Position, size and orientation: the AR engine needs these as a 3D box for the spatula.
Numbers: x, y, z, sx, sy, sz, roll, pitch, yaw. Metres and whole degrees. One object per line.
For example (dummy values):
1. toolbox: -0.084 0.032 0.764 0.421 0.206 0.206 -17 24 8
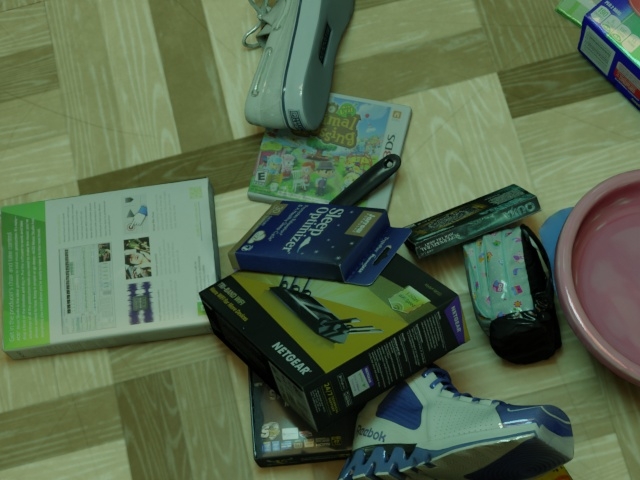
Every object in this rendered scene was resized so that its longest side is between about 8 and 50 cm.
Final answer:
1. spatula: -0.003 -0.033 1.990 0.296 0.030 0.084 -37 68 -1

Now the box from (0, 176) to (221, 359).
1. box: -0.308 0.041 2.001 0.321 0.058 0.232 -7 68 2

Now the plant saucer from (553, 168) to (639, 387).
1. plant saucer: 0.473 0.064 1.863 0.332 0.084 0.332 4 64 -9

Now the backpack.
1. backpack: 0.264 0.067 1.887 0.115 0.152 0.182 -11 62 6

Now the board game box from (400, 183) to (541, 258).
1. board game box: 0.211 -0.029 1.941 0.186 0.126 0.026 -21 102 -2

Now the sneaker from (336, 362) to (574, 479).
1. sneaker: 0.157 0.221 1.742 0.315 0.127 0.182 -17 53 31

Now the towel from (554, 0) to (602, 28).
1. towel: 0.452 -0.384 2.108 0.113 0.023 0.152 37 76 19

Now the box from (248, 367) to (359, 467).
1. box: 0.018 0.212 1.895 0.232 0.059 0.184 -5 67 3

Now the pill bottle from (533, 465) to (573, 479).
1. pill bottle: 0.282 0.344 1.783 0.117 0.117 0.215 -30 69 -6

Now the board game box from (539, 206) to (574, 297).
1. board game box: 0.375 0.034 1.929 0.133 0.033 0.169 -4 66 -19

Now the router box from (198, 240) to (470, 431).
1. router box: 0.012 0.100 1.825 0.242 0.081 0.309 -29 33 -18

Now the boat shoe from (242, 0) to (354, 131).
1. boat shoe: -0.050 -0.325 2.084 0.156 0.136 0.367 1 63 22

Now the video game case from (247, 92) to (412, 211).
1. video game case: 0.015 -0.133 2.052 0.212 0.023 0.193 11 70 10

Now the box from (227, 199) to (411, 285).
1. box: 0.000 0.000 1.875 0.225 0.037 0.136 7 39 32

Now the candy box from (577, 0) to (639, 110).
1. candy box: 0.588 -0.315 2.009 0.317 0.122 0.268 -40 74 -11
